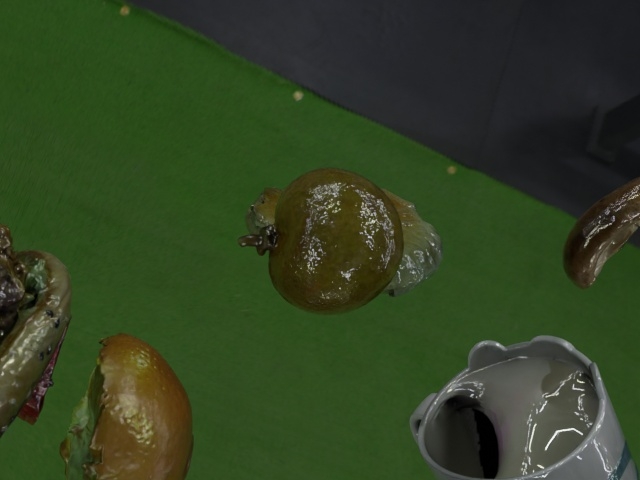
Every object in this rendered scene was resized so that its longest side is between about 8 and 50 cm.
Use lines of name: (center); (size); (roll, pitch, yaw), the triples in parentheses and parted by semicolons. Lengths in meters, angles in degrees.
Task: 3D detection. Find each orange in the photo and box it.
orange: (-0.286, 0.309, 1.269); (0.196, 0.262, 0.334); (25, 91, -1)

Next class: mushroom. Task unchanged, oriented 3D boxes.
mushroom: (0.404, -0.023, 1.259); (0.072, 0.209, 0.094); (47, 26, 22)

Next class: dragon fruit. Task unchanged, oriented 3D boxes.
dragon fruit: (-0.388, 0.174, 1.184); (0.083, 0.106, 0.162); (16, 44, -17)

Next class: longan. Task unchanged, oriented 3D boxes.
longan: (0.000, 0.000, 0.459); (0.083, 0.075, 0.075); (6, 82, -13)

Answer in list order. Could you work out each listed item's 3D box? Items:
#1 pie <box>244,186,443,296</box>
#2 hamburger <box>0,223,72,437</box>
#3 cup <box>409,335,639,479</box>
pie: (0.034, -0.008, 1.281); (0.307, 0.306, 0.071); (2, 114, -22)
hamburger: (-0.411, 0.091, 0.967); (0.277, 0.318, 0.195); (-49, 124, -12)
cup: (0.234, 0.270, 1.086); (0.219, 0.290, 0.257); (-44, 120, -29)
